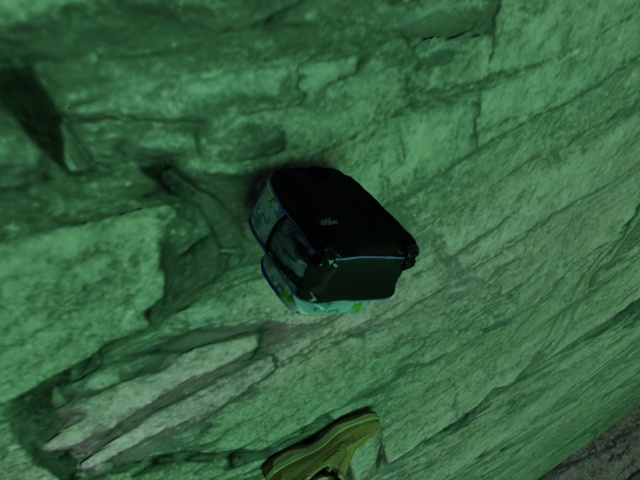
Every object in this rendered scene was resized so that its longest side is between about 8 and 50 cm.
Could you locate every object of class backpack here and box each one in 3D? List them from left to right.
[{"bbox_3d":[0.000,0.000,0.516,0.105,0.114,0.084,-2,133,-39],"label":"backpack"}]

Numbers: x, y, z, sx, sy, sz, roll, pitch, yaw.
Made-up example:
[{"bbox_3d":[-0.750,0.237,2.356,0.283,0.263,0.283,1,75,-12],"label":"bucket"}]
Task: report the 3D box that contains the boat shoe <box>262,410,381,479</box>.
[{"bbox_3d":[0.015,0.312,0.948,0.190,0.072,0.068,-23,144,-22],"label":"boat shoe"}]
